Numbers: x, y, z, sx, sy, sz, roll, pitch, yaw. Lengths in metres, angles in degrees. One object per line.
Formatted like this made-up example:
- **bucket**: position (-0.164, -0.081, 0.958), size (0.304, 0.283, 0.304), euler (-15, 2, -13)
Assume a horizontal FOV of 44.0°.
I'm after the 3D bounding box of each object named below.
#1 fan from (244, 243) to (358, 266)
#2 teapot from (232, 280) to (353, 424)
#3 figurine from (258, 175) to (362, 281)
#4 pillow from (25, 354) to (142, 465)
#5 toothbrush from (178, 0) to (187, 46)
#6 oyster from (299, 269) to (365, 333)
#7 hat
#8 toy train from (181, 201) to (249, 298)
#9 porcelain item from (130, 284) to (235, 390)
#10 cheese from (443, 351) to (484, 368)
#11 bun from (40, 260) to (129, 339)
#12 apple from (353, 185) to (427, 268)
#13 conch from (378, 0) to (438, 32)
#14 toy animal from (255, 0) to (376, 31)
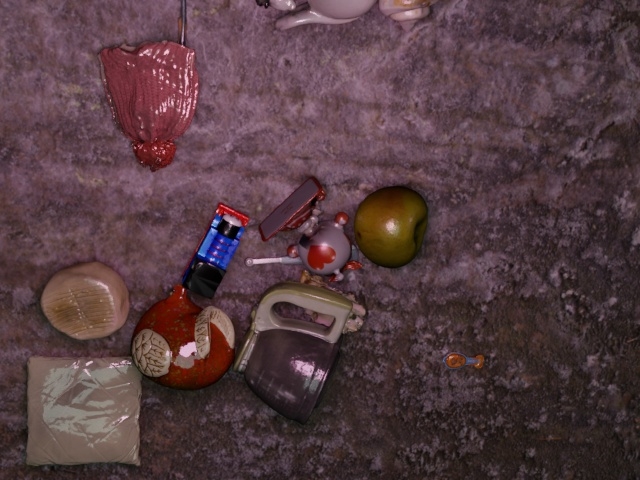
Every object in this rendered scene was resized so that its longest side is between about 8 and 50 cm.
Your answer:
- **fan**: position (-0.046, 0.040, 1.940), size (0.282, 0.023, 0.057), euler (-2, 106, -9)
- **teapot**: position (-0.077, 0.267, 1.861), size (0.239, 0.239, 0.321), euler (24, 144, 0)
- **figurine**: position (0.000, 0.000, 1.864), size (0.183, 0.160, 0.226), euler (-43, 107, 4)
- **pillow**: position (-0.574, 0.415, 1.931), size (0.274, 0.076, 0.281), euler (1, 98, -11)
- **toothbrush**: position (-0.312, -0.461, 1.773), size (0.031, 0.023, 0.321), euler (-2, 103, -1)
- **oyster**: position (0.021, 0.156, 1.958), size (0.209, 0.072, 0.133), euler (21, 122, -19)
- **hat**: position (-0.374, -0.297, 1.764), size (0.236, 0.107, 0.286), euler (2, 105, 20)
- **toy train**: position (-0.245, 0.025, 1.849), size (0.082, 0.131, 0.204), euler (27, 99, -13)
- **porcelain item**: position (-0.318, 0.217, 1.836), size (0.253, 0.253, 0.253), euler (-2, 104, -8)
- **cheese**: position (0.373, 0.315, 2.071), size (0.111, 0.017, 0.047), euler (3, 106, -9)
- **bun**: position (-0.543, 0.137, 1.841), size (0.193, 0.128, 0.178), euler (-14, 106, 7)
- **apple**: position (0.165, -0.033, 1.869), size (0.157, 0.196, 0.196), euler (12, 105, 29)
- **conch**: position (0.208, -0.582, 1.737), size (0.158, 0.127, 0.255), euler (-14, 130, -18)
- **toy animal**: position (-0.013, -0.559, 1.687), size (0.289, 0.249, 0.174), euler (-9, 72, 3)
